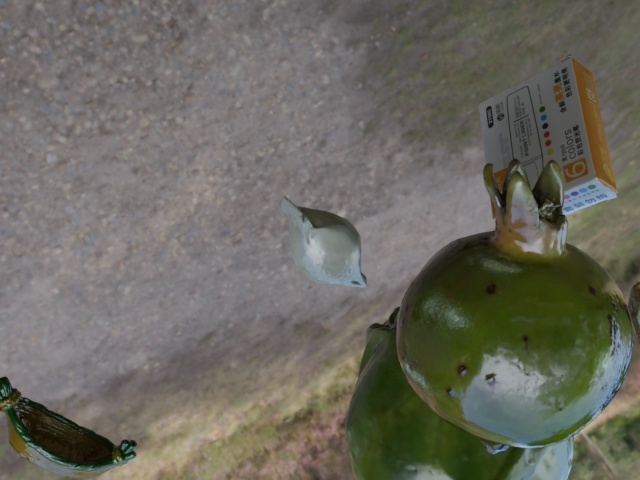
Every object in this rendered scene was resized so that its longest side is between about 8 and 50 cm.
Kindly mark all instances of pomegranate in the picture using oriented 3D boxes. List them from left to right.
[{"bbox_3d":[0.153,0.061,0.671,0.198,0.198,0.246,-29,126,-7],"label":"pomegranate"}]

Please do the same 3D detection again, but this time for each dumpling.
[{"bbox_3d":[0.003,0.002,1.476,0.215,0.166,0.126,16,108,-30],"label":"dumpling"}]

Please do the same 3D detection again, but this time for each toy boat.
[{"bbox_3d":[-0.382,0.282,1.173,0.088,0.229,0.089,-57,-167,17],"label":"toy boat"}]

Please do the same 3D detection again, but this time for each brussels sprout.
[{"bbox_3d":[0.213,0.315,1.280,0.342,0.425,0.361,-3,-153,29],"label":"brussels sprout"}]

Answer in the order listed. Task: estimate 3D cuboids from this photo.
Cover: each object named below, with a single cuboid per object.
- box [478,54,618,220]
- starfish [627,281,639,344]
[{"bbox_3d":[0.419,-0.175,1.503,0.091,0.274,0.220,22,144,-40],"label":"box"},{"bbox_3d":[0.356,0.203,0.838,0.327,0.094,0.375,-52,135,-49],"label":"starfish"}]
